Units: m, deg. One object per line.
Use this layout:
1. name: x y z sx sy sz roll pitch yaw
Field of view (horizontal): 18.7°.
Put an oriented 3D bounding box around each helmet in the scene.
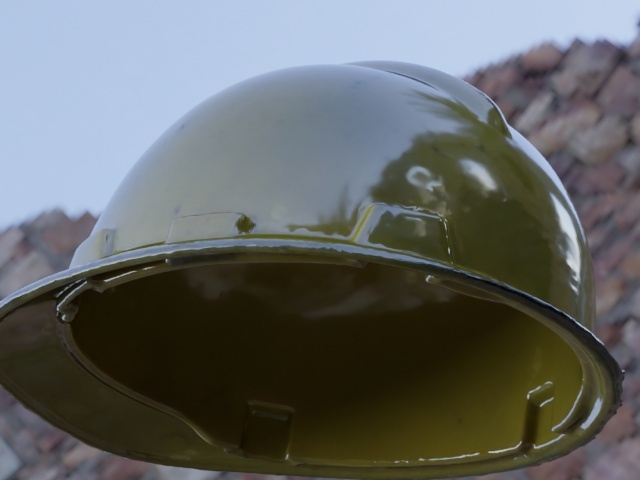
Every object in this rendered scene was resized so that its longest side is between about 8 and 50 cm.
1. helmet: 0.000 0.000 0.778 0.205 0.257 0.140 48 -135 -50
